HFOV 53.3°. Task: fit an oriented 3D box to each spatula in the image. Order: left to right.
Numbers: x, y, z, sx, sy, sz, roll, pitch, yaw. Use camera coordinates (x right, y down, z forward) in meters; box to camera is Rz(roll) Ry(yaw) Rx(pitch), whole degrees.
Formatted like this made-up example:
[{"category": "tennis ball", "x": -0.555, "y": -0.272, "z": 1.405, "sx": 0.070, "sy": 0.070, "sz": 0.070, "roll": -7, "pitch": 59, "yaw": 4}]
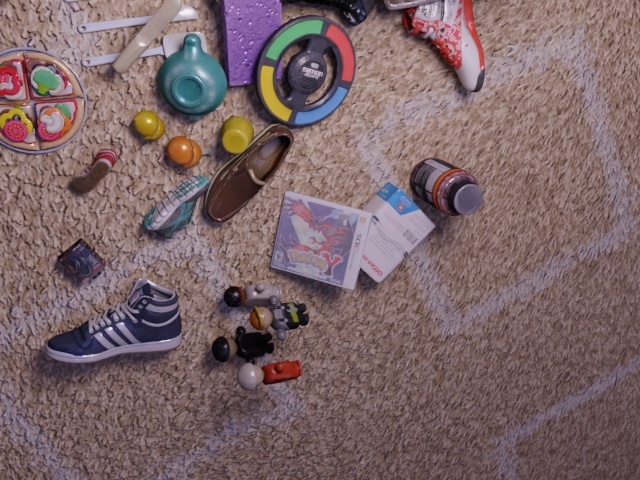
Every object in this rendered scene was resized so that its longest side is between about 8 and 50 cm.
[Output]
[{"category": "spatula", "x": -0.352, "y": -0.418, "z": 1.226, "sx": 0.242, "sy": 0.019, "sz": 0.168, "roll": -14, "pitch": 113, "yaw": -12}]

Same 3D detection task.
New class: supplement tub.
[{"category": "supplement tub", "x": 0.286, "y": -0.117, "z": 1.432, "sx": 0.106, "sy": 0.198, "sz": 0.105, "roll": -6, "pitch": 111, "yaw": -16}]

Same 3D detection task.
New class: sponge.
[{"category": "sponge", "x": -0.133, "y": -0.412, "z": 1.246, "sx": 0.117, "sy": 0.031, "sz": 0.210, "roll": -16, "pitch": 131, "yaw": -22}]

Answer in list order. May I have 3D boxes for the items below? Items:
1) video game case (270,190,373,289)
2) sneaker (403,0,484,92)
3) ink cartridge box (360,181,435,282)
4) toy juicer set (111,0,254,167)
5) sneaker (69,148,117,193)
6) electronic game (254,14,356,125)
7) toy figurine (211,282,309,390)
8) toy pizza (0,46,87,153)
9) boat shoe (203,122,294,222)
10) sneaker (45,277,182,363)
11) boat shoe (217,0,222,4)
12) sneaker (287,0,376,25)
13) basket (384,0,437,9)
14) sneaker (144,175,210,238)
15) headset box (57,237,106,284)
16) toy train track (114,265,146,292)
[{"category": "video game case", "x": 0.000, "y": 0.000, "z": 1.429, "sx": 0.202, "sy": 0.023, "sz": 0.183, "roll": 15, "pitch": 106, "yaw": 11}, {"category": "sneaker", "x": 0.260, "y": -0.438, "z": 1.370, "sx": 0.145, "sy": 0.090, "sz": 0.269, "roll": -17, "pitch": 110, "yaw": -10}, {"category": "ink cartridge box", "x": 0.148, "y": -0.019, "z": 1.488, "sx": 0.190, "sy": 0.082, "sz": 0.140, "roll": -45, "pitch": 115, "yaw": 4}, {"category": "toy juicer set", "x": -0.287, "y": -0.296, "z": 1.263, "sx": 0.209, "sy": 0.089, "sz": 0.328, "roll": -21, "pitch": 119, "yaw": 10}, {"category": "sneaker", "x": -0.455, "y": -0.142, "z": 1.287, "sx": 0.119, "sy": 0.067, "sz": 0.042, "roll": -28, "pitch": 121, "yaw": 27}, {"category": "electronic game", "x": -0.028, "y": -0.344, "z": 1.307, "sx": 0.230, "sy": 0.048, "sz": 0.229, "roll": -16, "pitch": 127, "yaw": -23}, {"category": "toy figurine", "x": -0.138, "y": 0.205, "z": 1.409, "sx": 0.148, "sy": 0.213, "sz": 0.209, "roll": -2, "pitch": 111, "yaw": -31}, {"category": "toy pizza", "x": -0.551, "y": -0.263, "z": 1.212, "sx": 0.202, "sy": 0.032, "sz": 0.201, "roll": -6, "pitch": 110, "yaw": -15}, {"category": "boat shoe", "x": -0.153, "y": -0.140, "z": 1.344, "sx": 0.095, "sy": 0.095, "sz": 0.257, "roll": 35, "pitch": 96, "yaw": -25}, {"category": "sneaker", "x": -0.436, "y": 0.168, "z": 1.360, "sx": 0.283, "sy": 0.099, "sz": 0.153, "roll": -4, "pitch": 118, "yaw": -23}, {"category": "boat shoe", "x": -0.123, "y": -0.544, "z": 1.221, "sx": 0.228, "sy": 0.068, "sz": 0.081, "roll": -38, "pitch": 134, "yaw": -1}, {"category": "sneaker", "x": 0.034, "y": -0.476, "z": 1.262, "sx": 0.217, "sy": 0.079, "sz": 0.121, "roll": -33, "pitch": 115, "yaw": -26}, {"category": "basket", "x": 0.252, "y": -0.639, "z": 1.145, "sx": 0.329, "sy": 0.266, "sz": 0.331, "roll": -16, "pitch": 98, "yaw": -1}, {"category": "sneaker", "x": -0.293, "y": -0.069, "z": 1.356, "sx": 0.166, "sy": 0.065, "sz": 0.076, "roll": -40, "pitch": 132, "yaw": 3}, {"category": "headset box", "x": -0.498, "y": 0.047, "z": 1.340, "sx": 0.062, "sy": 0.032, "sz": 0.083, "roll": -39, "pitch": 114, "yaw": -1}, {"category": "toy train track", "x": -0.415, "y": 0.087, "z": 1.390, "sx": 0.083, "sy": 0.014, "sz": 0.048, "roll": -40, "pitch": 115, "yaw": 0}]
